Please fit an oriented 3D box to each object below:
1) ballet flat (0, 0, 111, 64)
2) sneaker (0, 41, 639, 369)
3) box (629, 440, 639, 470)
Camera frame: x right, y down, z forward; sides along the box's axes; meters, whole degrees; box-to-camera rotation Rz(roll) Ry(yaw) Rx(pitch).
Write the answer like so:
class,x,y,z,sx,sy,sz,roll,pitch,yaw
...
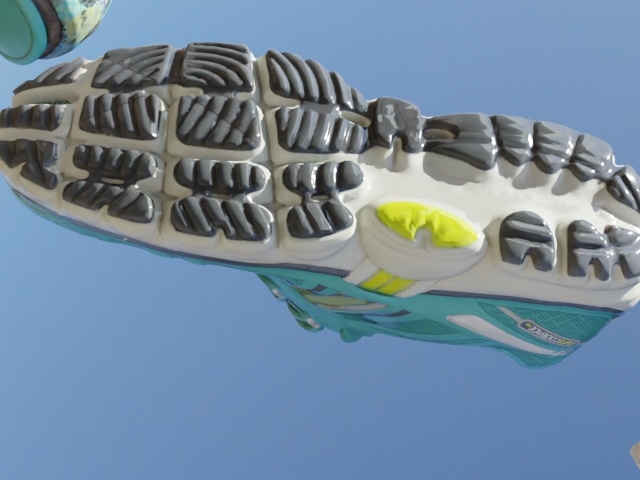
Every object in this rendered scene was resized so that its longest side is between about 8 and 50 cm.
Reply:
class,x,y,z,sx,sy,sz,roll,pitch,yaw
ballet flat,-0.126,-0.134,0.320,0.070,0.188,0.070,-35,-158,16
sneaker,0.000,0.000,0.474,0.110,0.275,0.107,113,-11,-48
box,0.318,0.159,0.673,0.182,0.119,0.181,-43,-134,24
